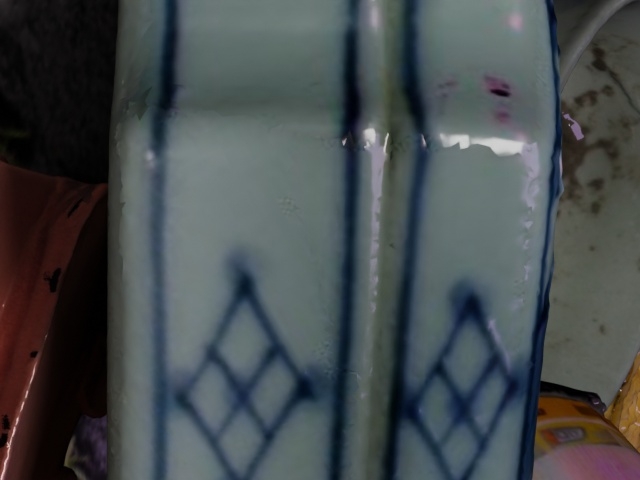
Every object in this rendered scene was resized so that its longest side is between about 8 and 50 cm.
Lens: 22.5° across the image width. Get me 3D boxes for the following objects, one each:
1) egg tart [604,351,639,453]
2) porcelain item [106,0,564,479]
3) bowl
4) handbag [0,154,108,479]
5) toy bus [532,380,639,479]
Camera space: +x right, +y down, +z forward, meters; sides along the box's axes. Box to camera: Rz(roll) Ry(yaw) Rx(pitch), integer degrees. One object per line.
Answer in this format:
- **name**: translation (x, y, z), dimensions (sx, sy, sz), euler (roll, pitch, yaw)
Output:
- **egg tart**: translation (0.199, 0.108, 1.216), dimensions (0.288, 0.118, 0.288), euler (-37, 138, -44)
- **porcelain item**: translation (0.000, 0.000, 0.639), dimensions (0.281, 0.157, 0.286), euler (-102, -165, -70)
- **bowl**: translation (0.101, -0.022, 0.938), dimensions (0.289, 0.146, 0.289), euler (-37, 136, -47)
- **handbag**: translation (-0.123, 0.087, 0.613), dimensions (0.157, 0.059, 0.213), euler (93, 11, -71)
- **toy bus**: translation (0.056, 0.263, 0.824), dimensions (0.171, 0.162, 0.386), euler (19, 110, -51)
